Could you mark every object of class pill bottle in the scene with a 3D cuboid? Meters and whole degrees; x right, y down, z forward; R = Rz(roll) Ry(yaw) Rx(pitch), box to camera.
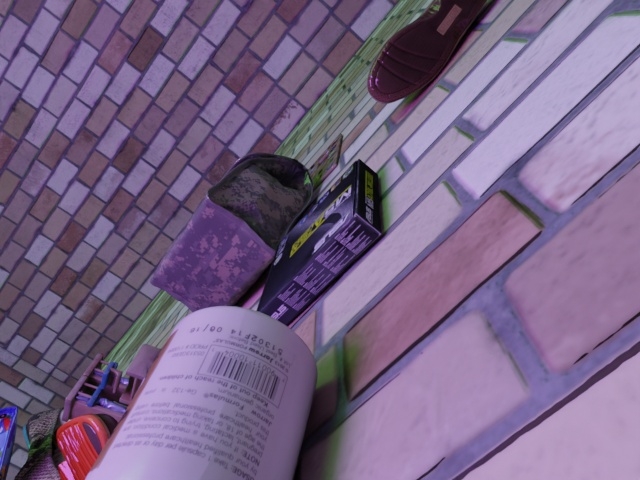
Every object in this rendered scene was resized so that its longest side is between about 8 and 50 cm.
[{"bbox_3d":[-0.087,0.167,0.330,0.131,0.131,0.229,-41,18,35],"label":"pill bottle"}]

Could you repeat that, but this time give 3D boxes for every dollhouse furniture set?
[{"bbox_3d":[-0.386,0.256,0.922,0.129,0.130,0.183,-81,13,-61],"label":"dollhouse furniture set"}]

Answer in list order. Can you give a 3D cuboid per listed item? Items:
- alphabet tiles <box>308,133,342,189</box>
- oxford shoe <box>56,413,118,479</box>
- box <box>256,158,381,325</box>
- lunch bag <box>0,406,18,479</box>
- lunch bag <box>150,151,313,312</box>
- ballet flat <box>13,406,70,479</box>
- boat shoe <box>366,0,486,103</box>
[{"bbox_3d":[-0.035,-0.125,1.090,0.237,0.009,0.198,-45,17,26],"label":"alphabet tiles"},{"bbox_3d":[-0.291,0.288,0.656,0.098,0.096,0.271,-21,-23,-41],"label":"oxford shoe"},{"bbox_3d":[0.000,0.000,0.629,0.190,0.045,0.184,-45,14,26],"label":"box"},{"bbox_3d":[-0.571,0.455,0.758,0.220,0.138,0.293,-58,43,29],"label":"lunch bag"},{"bbox_3d":[-0.148,-0.027,0.906,0.235,0.169,0.287,-46,8,33],"label":"lunch bag"},{"bbox_3d":[-0.495,0.430,0.956,0.182,0.164,0.483,-34,15,-20],"label":"ballet flat"},{"bbox_3d":[0.176,-0.322,0.794,0.257,0.095,0.095,-45,2,4],"label":"boat shoe"}]
